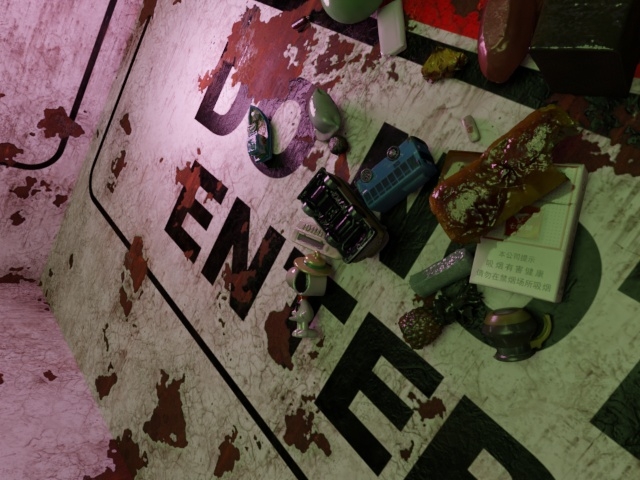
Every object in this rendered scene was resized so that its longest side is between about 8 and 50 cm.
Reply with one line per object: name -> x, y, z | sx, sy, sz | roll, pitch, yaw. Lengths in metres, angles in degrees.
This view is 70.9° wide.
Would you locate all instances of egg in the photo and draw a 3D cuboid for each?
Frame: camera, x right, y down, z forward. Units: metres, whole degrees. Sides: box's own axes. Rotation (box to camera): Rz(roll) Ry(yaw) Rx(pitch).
egg -> 0.117, -0.855, 1.478 | 0.220, 0.220, 0.270 | 46, 109, 33

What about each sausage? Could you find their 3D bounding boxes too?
sausage -> 0.496, -0.561, 1.199 | 0.148, 0.148, 0.255 | 7, 86, 38

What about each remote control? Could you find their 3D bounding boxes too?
remote control -> -0.001, 0.000, 1.564 | 0.230, 0.049, 0.090 | 23, 88, 37

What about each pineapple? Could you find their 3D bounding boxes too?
pineapple -> 0.371, -0.533, 1.344 | 0.137, 0.069, 0.117 | -12, 71, 27
pineapple -> 0.339, 0.206, 1.248 | 0.251, 0.125, 0.125 | -38, 62, 17

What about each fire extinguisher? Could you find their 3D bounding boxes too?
fire extinguisher -> -0.072, -0.842, 1.746 | 0.100, 0.032, 0.046 | -7, 69, 43

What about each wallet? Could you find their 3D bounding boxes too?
wallet -> 0.412, -0.156, 1.272 | 0.160, 0.042, 0.196 | 15, 91, 34
wallet -> 0.235, -0.697, 1.485 | 0.095, 0.033, 0.190 | -11, 77, 38

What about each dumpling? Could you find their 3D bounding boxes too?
dumpling -> 0.017, -0.433, 1.588 | 0.104, 0.149, 0.217 | -26, 55, 0

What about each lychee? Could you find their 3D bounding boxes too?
lychee -> 0.063, -0.326, 1.553 | 0.067, 0.068, 0.084 | -10, 69, -6

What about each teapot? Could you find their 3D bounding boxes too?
teapot -> 0.490, 0.230, 1.117 | 0.165, 0.130, 0.120 | -12, 91, 4

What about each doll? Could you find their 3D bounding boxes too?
doll -> -0.034, 0.189, 1.528 | 0.208, 0.143, 0.272 | -35, 59, 53

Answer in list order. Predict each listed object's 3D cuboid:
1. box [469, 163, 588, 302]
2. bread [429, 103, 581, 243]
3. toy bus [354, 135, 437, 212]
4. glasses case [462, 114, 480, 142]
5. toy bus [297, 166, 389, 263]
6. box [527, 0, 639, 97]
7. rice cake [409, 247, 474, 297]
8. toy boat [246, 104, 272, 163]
box -> 0.521, -0.029, 1.134 | 0.210, 0.095, 0.331 | 13, 90, 38
bread -> 0.449, -0.146, 1.082 | 0.380, 0.109, 0.185 | -40, 60, 25
toy bus -> 0.235, -0.195, 1.368 | 0.234, 0.116, 0.134 | -38, 63, 30
glasses case -> 0.431, -0.320, 1.286 | 0.032, 0.021, 0.084 | -27, 68, 34
toy bus -> 0.082, -0.071, 1.428 | 0.143, 0.179, 0.306 | -49, 58, 20
box -> 0.605, -0.439, 1.005 | 0.184, 0.273, 0.143 | 19, 95, 38
rice cake -> 0.340, 0.094, 1.266 | 0.206, 0.069, 0.063 | -32, 30, 29
toy boat -> -0.255, -0.430, 1.795 | 0.109, 0.098, 0.238 | -17, 73, 32
